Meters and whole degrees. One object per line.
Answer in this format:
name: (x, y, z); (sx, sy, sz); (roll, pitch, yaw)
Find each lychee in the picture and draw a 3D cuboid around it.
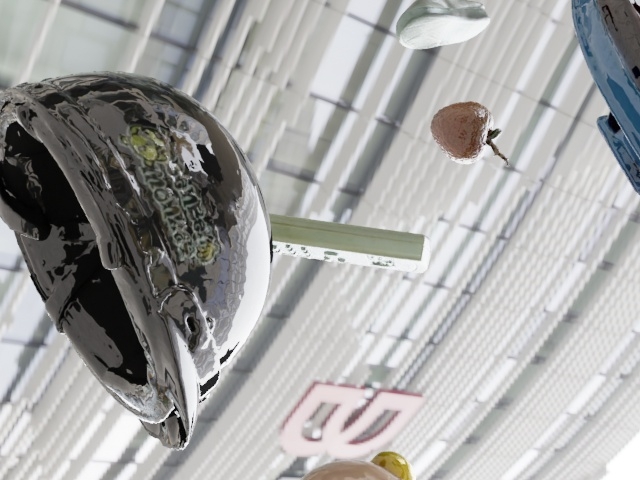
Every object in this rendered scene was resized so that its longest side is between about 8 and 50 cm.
lychee: (0.251, -0.172, 1.718); (0.101, 0.140, 0.114); (-48, -176, 46)

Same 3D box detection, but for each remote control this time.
remote control: (0.000, 0.000, 1.083); (0.233, 0.098, 0.038); (7, -98, 7)

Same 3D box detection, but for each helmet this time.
helmet: (-0.118, -0.004, 0.746); (0.279, 0.160, 0.230); (58, -30, 1)

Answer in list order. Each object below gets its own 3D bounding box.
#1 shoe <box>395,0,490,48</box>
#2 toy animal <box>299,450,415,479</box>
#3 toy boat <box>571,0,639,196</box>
shoe: (0.172, -0.337, 1.519); (0.079, 0.195, 0.078); (-45, -115, 41)
toy animal: (0.014, 0.293, 1.010); (0.248, 0.165, 0.149); (114, -34, -46)
toy boat: (0.203, -0.083, 0.580); (0.097, 0.100, 0.223); (106, -30, -57)
